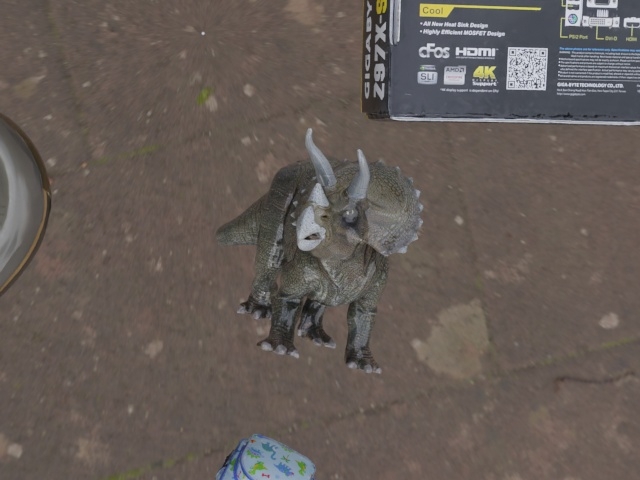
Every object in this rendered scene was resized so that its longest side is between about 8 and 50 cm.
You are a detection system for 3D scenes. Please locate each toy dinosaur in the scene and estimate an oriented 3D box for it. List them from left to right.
[{"bbox_3d":[0.000,0.000,0.842,0.121,0.313,0.160,15,96,-14],"label":"toy dinosaur"}]

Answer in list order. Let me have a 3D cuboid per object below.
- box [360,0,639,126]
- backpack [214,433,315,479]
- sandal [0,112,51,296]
[{"bbox_3d":[0.192,-0.204,0.746,0.321,0.079,0.257,-1,96,-11],"label":"box"},{"bbox_3d":[-0.065,0.273,1.219,0.105,0.114,0.084,28,122,3],"label":"backpack"},{"bbox_3d":[-0.168,0.042,0.325,0.219,0.060,0.090,-44,88,-8],"label":"sandal"}]
